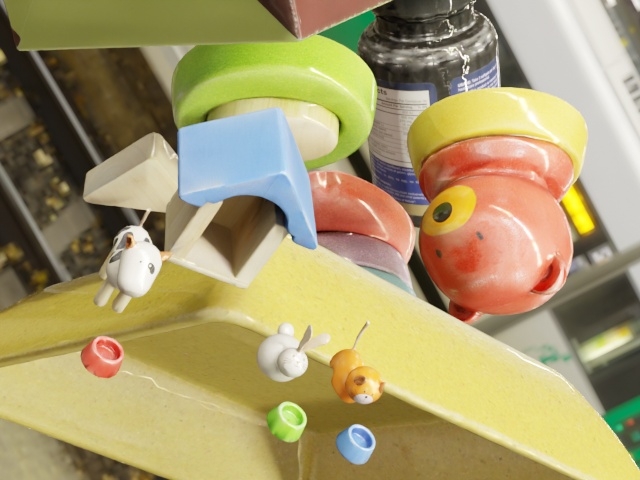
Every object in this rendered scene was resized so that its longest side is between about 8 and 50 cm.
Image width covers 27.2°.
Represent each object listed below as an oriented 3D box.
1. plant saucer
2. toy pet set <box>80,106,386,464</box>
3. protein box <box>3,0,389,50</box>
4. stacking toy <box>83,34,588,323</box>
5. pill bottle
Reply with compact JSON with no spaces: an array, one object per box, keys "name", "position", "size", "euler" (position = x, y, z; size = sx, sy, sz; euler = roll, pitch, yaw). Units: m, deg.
[{"name":"plant saucer","position":[-0.021,0.089,0.794],"size":[0.333,0.333,0.081],"euler":[27,63,-34]},{"name":"toy pet set","position":[-0.021,0.009,0.511],"size":[0.122,0.065,0.114],"euler":[22,37,-23]},{"name":"protein box","position":[-0.036,-0.191,0.674],"size":[0.201,0.200,0.136],"euler":[-32,118,-44]},{"name":"stacking toy","position":[0.000,0.000,0.896],"size":[0.280,0.309,0.130],"euler":[17,59,-28]},{"name":"pill bottle","position":[0.097,-0.131,1.159],"size":[0.123,0.123,0.219],"euler":[-102,-176,-60]}]
